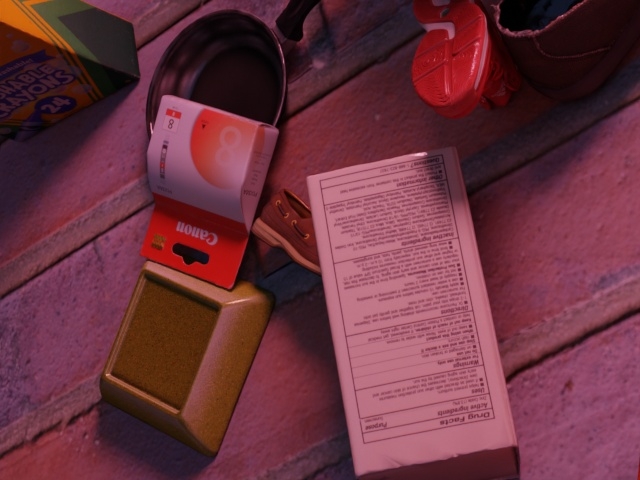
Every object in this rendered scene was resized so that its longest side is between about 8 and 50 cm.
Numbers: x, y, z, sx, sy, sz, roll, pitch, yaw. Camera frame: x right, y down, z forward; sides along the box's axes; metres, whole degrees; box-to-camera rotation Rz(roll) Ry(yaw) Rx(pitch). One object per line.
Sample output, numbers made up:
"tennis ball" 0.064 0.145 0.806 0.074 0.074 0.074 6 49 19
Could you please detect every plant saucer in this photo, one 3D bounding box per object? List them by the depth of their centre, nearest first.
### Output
"plant saucer" -0.158 0.113 1.877 0.188 0.045 0.188 22 91 39

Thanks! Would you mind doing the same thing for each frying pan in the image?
"frying pan" -0.080 -0.213 1.902 0.197 0.053 0.326 33 98 37

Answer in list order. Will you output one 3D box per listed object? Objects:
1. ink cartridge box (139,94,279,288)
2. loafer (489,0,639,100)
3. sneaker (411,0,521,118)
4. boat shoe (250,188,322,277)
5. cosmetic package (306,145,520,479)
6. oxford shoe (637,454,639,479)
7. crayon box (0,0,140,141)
"ink cartridge box" -0.133 -0.054 1.858 0.145 0.045 0.179 19 92 36
"loafer" 0.288 -0.298 1.596 0.134 0.130 0.366 38 101 38
"sneaker" 0.154 -0.161 1.648 0.087 0.128 0.221 -30 31 26
"boat shoe" 0.000 0.000 1.776 0.178 0.064 0.060 32 100 41
"cosmetic package" 0.087 0.080 1.620 0.153 0.129 0.296 -10 68 5
"oxford shoe" 0.337 0.176 1.461 0.132 0.130 0.364 21 83 6
"crayon box" -0.388 -0.220 1.965 0.203 0.323 0.083 -24 64 31
